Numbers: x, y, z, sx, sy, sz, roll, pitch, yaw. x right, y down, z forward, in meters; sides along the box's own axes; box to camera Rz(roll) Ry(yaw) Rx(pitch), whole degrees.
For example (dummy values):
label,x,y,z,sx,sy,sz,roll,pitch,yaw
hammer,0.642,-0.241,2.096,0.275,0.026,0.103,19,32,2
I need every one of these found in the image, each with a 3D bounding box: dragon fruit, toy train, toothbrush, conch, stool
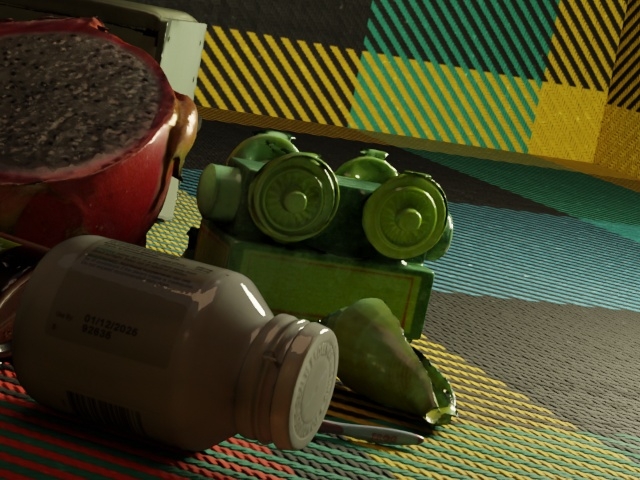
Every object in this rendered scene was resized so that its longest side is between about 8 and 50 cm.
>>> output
label,x,y,z,sx,sy,sz,roll,pitch,yaw
dragon fruit,-0.269,-0.053,1.593,0.306,0.225,0.305,2,40,-2
toy train,0.000,0.000,1.659,0.272,0.188,0.159,10,9,-21
toothbrush,-0.011,0.145,1.301,0.193,0.013,0.019,9,16,-12
conch,0.057,0.104,1.446,0.095,0.079,0.201,20,17,-48
stool,-0.299,-0.173,2.073,0.244,0.269,0.170,11,7,11

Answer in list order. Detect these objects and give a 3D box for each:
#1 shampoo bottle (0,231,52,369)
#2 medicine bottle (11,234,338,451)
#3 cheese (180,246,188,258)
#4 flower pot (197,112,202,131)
label,x,y,z,sx,sy,sz,roll,pitch,yaw
shampoo bottle,-0.358,0.018,1.406,0.323,0.084,0.129,18,43,33
medicine bottle,-0.102,0.081,1.206,0.215,0.135,0.135,14,10,19
cheese,-0.048,0.030,1.800,0.171,0.126,0.093,29,2,-26
flower pot,-0.272,-0.081,1.863,0.269,0.166,0.269,6,14,-1
